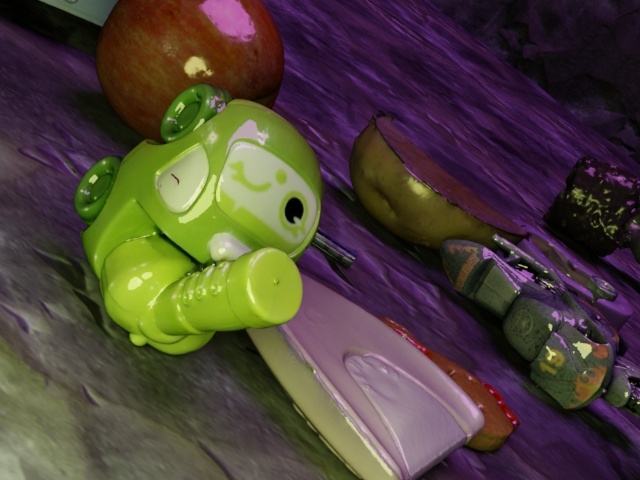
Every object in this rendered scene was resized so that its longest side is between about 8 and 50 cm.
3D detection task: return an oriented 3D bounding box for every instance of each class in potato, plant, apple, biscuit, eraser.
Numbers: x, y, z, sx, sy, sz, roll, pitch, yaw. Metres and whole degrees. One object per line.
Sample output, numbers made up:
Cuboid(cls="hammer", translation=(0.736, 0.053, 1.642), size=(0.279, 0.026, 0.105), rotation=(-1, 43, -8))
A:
Cuboid(cls="potato", translation=(0.127, -0.038, 1.685), size=(0.243, 0.098, 0.138), rotation=(39, 19, 4))
Cuboid(cls="plant", translation=(0.499, -0.017, 2.237), size=(0.274, 0.146, 0.149), rotation=(37, 14, 6))
Cuboid(cls="apple", translation=(-0.129, -0.182, 1.438), size=(0.174, 0.188, 0.188), rotation=(46, 19, 16))
Cuboid(cls="biscuit", translation=(0.093, 0.124, 1.294), size=(0.225, 0.036, 0.166), rotation=(32, 16, -10))
Cuboid(cls="eraser", translation=(0.007, 0.101, 1.147), size=(0.243, 0.059, 0.204), rotation=(41, 22, 16))

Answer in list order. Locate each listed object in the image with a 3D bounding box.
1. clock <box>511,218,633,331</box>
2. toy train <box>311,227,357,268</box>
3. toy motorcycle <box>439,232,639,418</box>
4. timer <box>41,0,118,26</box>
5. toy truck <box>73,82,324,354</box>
Cuboid(cls="clock", translation=(0.304, 0.057, 1.814), size=(0.198, 0.064, 0.172), rotation=(38, 17, 12))
Cuboid(cls="toy train", translation=(0.000, 0.000, 1.481), size=(0.083, 0.017, 0.017), rotation=(34, 24, -3))
Cuboid(cls="toy motorcycle", translation=(0.265, 0.098, 1.570), size=(0.173, 0.108, 0.307), rotation=(10, 27, -43))
Cuboid(cls="timer", translation=(-0.285, -0.372, 1.679), size=(0.395, 0.173, 0.395), rotation=(30, 19, -11))
Cuboid(cls="toy truck", translation=(-0.091, 0.006, 1.051), size=(0.148, 0.187, 0.210), rotation=(39, 38, -36))
